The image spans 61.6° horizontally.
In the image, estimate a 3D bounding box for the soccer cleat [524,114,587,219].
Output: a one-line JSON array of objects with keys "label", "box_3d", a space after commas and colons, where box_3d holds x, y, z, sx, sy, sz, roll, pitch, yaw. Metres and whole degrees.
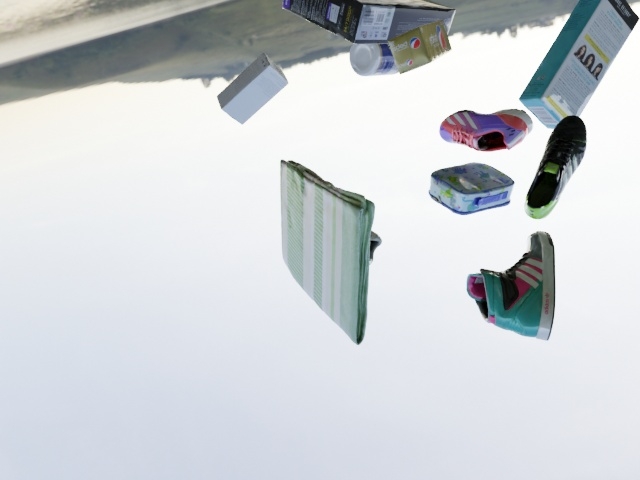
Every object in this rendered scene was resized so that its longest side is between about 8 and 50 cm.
[{"label": "soccer cleat", "box_3d": [0.370, -0.117, 0.840, 0.060, 0.178, 0.072, 23, 180, 25]}]

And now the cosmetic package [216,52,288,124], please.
[{"label": "cosmetic package", "box_3d": [-0.237, -0.524, 1.866, 0.231, 0.117, 0.085, -36, -126, 16]}]

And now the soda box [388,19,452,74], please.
[{"label": "soda box", "box_3d": [0.179, -0.342, 0.943, 0.058, 0.061, 0.181, -14, -163, 31]}]

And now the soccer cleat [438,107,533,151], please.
[{"label": "soccer cleat", "box_3d": [0.447, -0.307, 1.545, 0.116, 0.108, 0.318, -47, -150, -20]}]

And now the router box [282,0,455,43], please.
[{"label": "router box", "box_3d": [0.110, -0.519, 1.203, 0.309, 0.080, 0.243, -17, -136, -39]}]

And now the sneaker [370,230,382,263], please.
[{"label": "sneaker", "box_3d": [0.085, 0.059, 1.504, 0.232, 0.090, 0.115, -55, -149, -3]}]

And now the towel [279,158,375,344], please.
[{"label": "towel", "box_3d": [0.000, 0.000, 0.963, 0.038, 0.247, 0.325, -9, -156, -24]}]

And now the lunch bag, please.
[{"label": "lunch bag", "box_3d": [0.436, -0.150, 1.554, 0.219, 0.090, 0.176, -15, -145, -26]}]

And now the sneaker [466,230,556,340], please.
[{"label": "sneaker", "box_3d": [0.421, 0.085, 1.203, 0.179, 0.123, 0.295, 7, -135, 15]}]

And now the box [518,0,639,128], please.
[{"label": "box", "box_3d": [0.472, -0.332, 0.982, 0.244, 0.101, 0.060, -58, -153, -1]}]

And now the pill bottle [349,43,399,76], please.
[{"label": "pill bottle", "box_3d": [0.161, -0.468, 1.363, 0.094, 0.094, 0.170, 10, -159, 43]}]
